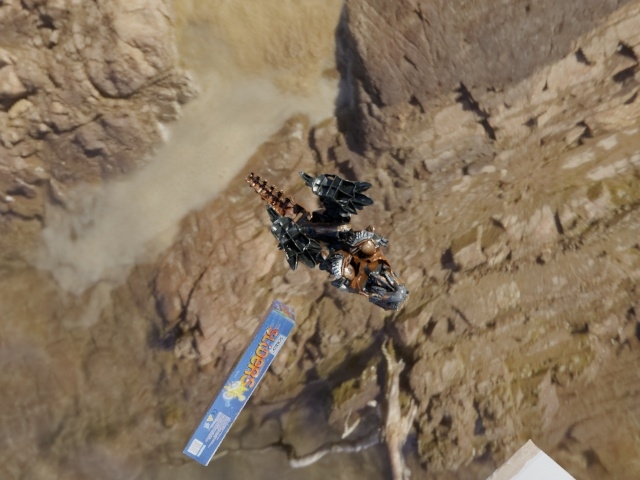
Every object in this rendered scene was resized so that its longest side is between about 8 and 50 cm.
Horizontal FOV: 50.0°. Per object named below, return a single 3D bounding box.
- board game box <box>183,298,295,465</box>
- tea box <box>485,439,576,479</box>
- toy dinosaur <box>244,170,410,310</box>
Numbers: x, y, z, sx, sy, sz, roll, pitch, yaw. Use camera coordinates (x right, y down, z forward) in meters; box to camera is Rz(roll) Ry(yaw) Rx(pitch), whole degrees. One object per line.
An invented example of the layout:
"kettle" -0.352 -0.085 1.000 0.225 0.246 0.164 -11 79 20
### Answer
"board game box" -0.100 0.174 0.882 0.035 0.136 0.201 32 90 -3
"tea box" 0.274 0.519 0.963 0.329 0.323 0.220 -38 48 -14
"toy dinosaur" 0.000 0.000 1.106 0.322 0.218 0.164 17 76 12
